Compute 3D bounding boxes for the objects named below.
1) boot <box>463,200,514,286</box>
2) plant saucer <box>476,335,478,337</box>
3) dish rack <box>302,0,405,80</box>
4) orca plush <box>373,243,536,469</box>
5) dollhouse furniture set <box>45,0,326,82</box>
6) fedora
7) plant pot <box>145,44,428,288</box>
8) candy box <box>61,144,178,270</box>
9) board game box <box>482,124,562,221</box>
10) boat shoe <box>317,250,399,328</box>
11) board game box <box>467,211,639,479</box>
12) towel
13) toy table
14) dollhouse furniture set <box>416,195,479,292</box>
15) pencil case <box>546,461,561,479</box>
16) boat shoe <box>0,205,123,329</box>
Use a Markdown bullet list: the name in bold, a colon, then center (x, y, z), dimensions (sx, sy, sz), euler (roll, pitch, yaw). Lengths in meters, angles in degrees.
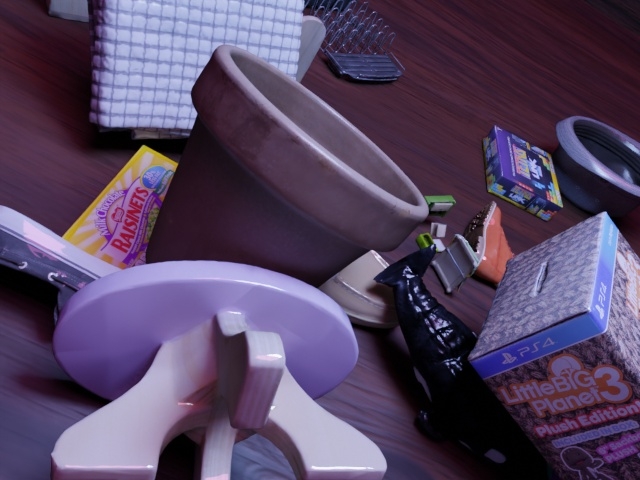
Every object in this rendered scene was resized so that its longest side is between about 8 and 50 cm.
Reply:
- **boot**: center (0.278, 0.006, 1.020), dimensions (0.085, 0.059, 0.157), euler (32, 50, -9)
- **plant saucer**: center (0.185, 0.167, 0.829), dimensions (0.119, 0.021, 0.119), euler (19, 43, -19)
- **dish rack**: center (0.052, -0.426, 1.251), dimensions (0.208, 0.074, 0.271), euler (-14, 61, -40)
- **orca plush**: center (0.182, 0.138, 0.739), dimensions (0.151, 0.102, 0.287), euler (-14, 81, -24)
- **dollhouse furniture set**: center (-0.205, -0.468, 0.978), dimensions (0.394, 0.256, 0.362), euler (-1, 53, -35)
- **fedora**: center (0.584, -0.135, 1.299), dimensions (0.276, 0.124, 0.243), euler (27, 40, -2)
- **plant pot**: center (-0.059, -0.030, 0.651), dimensions (0.263, 0.229, 0.263), euler (37, 16, -12)
- **candy box**: center (-0.211, -0.028, 0.740), dimensions (0.105, 0.027, 0.205), euler (27, 42, -6)
- **board game box**: center (0.391, -0.134, 1.227), dimensions (0.141, 0.048, 0.170), euler (25, 42, -14)
- **boat shoe**: center (0.000, 0.000, 0.801), dimensions (0.302, 0.098, 0.109), euler (36, 41, 0)
- **board game box**: center (0.333, 0.155, 0.713), dimensions (0.291, 0.141, 0.232), euler (51, 37, -6)
- **towel**: center (-0.165, -0.255, 0.822), dimensions (0.284, 0.234, 0.121), euler (-7, 27, -36)
- **toy table**: center (-0.087, 0.136, 0.534), dimensions (0.275, 0.252, 0.160), euler (-2, 35, -12)
- **dollhouse furniture set**: center (0.199, 0.003, 0.950), dimensions (0.059, 0.076, 0.151), euler (-1, 52, -34)
- **pencil case**: center (0.317, 0.267, 0.789), dimensions (0.065, 0.070, 0.151), euler (27, 41, -10)
- **boat shoe**: center (-0.241, 0.053, 0.614), dimensions (0.229, 0.080, 0.076), euler (33, 61, -9)
